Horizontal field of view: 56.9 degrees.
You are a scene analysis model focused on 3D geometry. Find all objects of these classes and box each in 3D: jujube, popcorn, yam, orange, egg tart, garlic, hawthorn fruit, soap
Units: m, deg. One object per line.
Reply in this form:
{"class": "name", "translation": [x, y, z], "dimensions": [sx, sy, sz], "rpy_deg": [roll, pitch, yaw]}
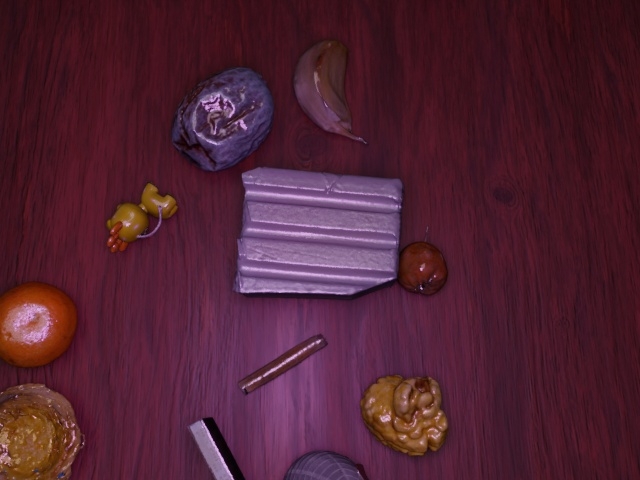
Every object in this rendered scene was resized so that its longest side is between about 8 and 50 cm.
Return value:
{"class": "jujube", "translation": [-0.280, -0.340, 1.688], "dimensions": [0.308, 0.215, 0.246], "rpy_deg": [-34, 102, -13]}
{"class": "popcorn", "translation": [0.215, 0.437, 1.501], "dimensions": [0.200, 0.203, 0.226], "rpy_deg": [-20, 58, -17]}
{"class": "yam", "translation": [-0.100, 0.332, 1.599], "dimensions": [0.264, 0.046, 0.046], "rpy_deg": [-30, 78, -9]}
{"class": "orange", "translation": [-0.752, 0.221, 1.550], "dimensions": [0.224, 0.170, 0.224], "rpy_deg": [5, 76, -22]}
{"class": "egg tart", "translation": [-0.727, 0.506, 1.510], "dimensions": [0.291, 0.107, 0.290], "rpy_deg": [-1, 77, 3]}
{"class": "garlic", "translation": [0.028, -0.444, 1.766], "dimensions": [0.196, 0.151, 0.338], "rpy_deg": [-6, 76, -16]}
{"class": "hawthorn fruit", "translation": [0.282, 0.072, 1.647], "dimensions": [0.149, 0.149, 0.189], "rpy_deg": [19, 31, 4]}
{"class": "soap", "translation": [0.000, 0.000, 1.605], "dimensions": [0.435, 0.213, 0.350], "rpy_deg": [3, 73, -1]}

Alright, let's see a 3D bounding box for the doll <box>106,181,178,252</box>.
{"class": "doll", "translation": [-0.513, -0.055, 1.654], "dimensions": [0.135, 0.143, 0.221], "rpy_deg": [36, 66, 6]}

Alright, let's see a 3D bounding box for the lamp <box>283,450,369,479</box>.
{"class": "lamp", "translation": [0.027, 0.641, 1.425], "dimensions": [0.233, 0.233, 0.265], "rpy_deg": [-15, 74, -5]}

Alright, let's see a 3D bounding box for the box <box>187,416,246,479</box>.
{"class": "box", "translation": [-0.221, 0.591, 1.457], "dimensions": [0.047, 0.180, 0.324], "rpy_deg": [-30, 77, -10]}
